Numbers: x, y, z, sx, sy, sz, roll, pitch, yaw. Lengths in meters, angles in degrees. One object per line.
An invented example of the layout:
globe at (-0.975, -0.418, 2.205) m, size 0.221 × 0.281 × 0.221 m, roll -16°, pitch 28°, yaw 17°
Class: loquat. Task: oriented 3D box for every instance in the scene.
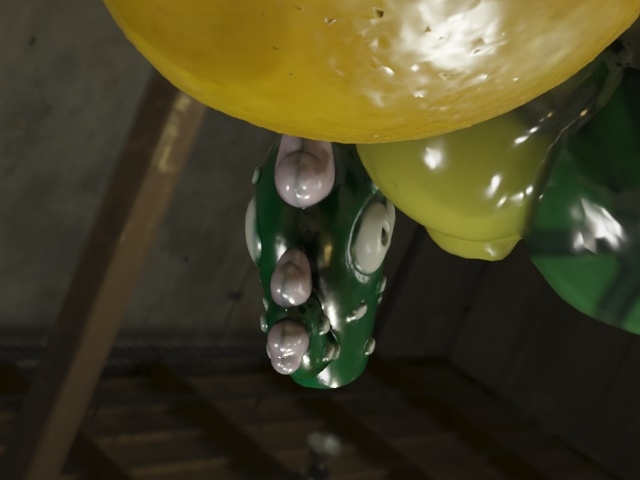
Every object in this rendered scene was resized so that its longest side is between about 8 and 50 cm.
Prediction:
loquat at (0.045, -0.209, 0.558) m, size 0.359 × 0.328 × 0.328 m, roll -8°, pitch -167°, yaw 5°

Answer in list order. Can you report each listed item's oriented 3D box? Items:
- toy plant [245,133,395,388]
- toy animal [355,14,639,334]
toy plant at (0.001, -0.003, 1.097) m, size 0.113 × 0.243 × 0.232 m, roll 4°, pitch 180°, yaw 10°
toy animal at (0.134, -0.068, 0.801) m, size 0.338 × 0.216 × 0.191 m, roll 32°, pitch -156°, yaw 22°
